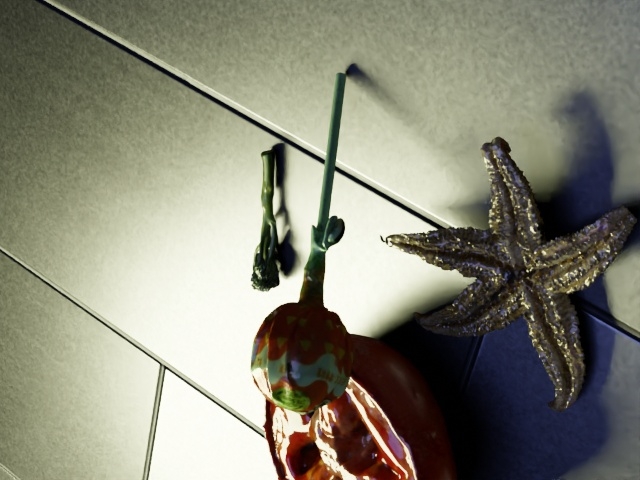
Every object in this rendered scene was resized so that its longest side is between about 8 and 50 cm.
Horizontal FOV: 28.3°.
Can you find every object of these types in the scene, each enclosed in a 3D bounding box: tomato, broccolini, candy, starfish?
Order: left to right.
[{"bbox_3d":[-0.053,-0.016,1.174,0.030,0.035,0.139,16,119,30],"label":"broccolini"},{"bbox_3d":[0.002,0.000,1.050,0.078,0.084,0.287,0,76,37],"label":"candy"},{"bbox_3d":[0.044,0.181,1.146,0.228,0.101,0.227,25,126,40],"label":"tomato"},{"bbox_3d":[0.156,0.030,1.013,0.227,0.043,0.240,-6,109,44],"label":"starfish"}]
